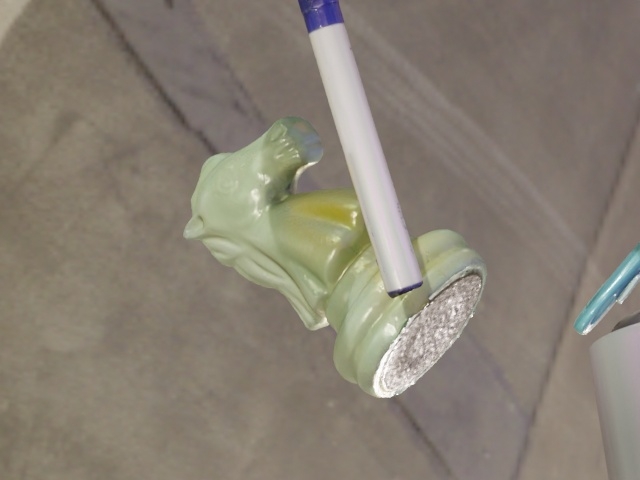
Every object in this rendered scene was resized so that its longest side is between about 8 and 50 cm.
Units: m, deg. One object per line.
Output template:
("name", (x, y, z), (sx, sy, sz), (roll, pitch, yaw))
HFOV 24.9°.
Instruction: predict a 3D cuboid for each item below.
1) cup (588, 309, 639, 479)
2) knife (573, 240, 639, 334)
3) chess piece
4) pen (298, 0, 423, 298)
("cup", (0.414, 0.250, 1.442), (0.253, 0.253, 0.372), (22, 60, -55))
("knife", (0.384, 0.028, 1.751), (0.222, 0.031, 0.064), (-52, 163, 11))
("chess piece", (0.000, 0.000, 1.380), (0.176, 0.298, 0.176), (-41, 155, -24))
("pen", (0.026, -0.089, 1.085), (0.033, 0.033, 0.269), (-17, 90, -54))
